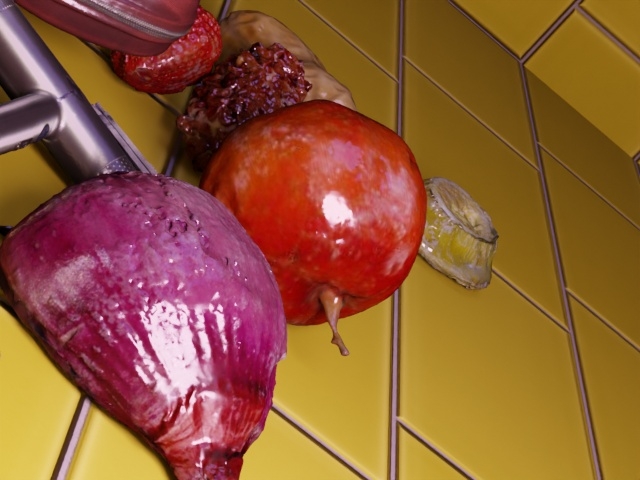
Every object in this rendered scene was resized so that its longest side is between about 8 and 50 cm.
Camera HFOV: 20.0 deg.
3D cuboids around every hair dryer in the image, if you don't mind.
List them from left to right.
[{"bbox_3d":[-0.313,-0.172,1.715,0.320,0.156,0.284,55,10,10],"label":"hair dryer"}]

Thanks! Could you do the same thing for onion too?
[{"bbox_3d":[-0.113,0.070,1.573,0.267,0.159,0.348,12,35,-52],"label":"onion"}]

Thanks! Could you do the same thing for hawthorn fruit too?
[{"bbox_3d":[0.000,0.000,1.873,0.242,0.242,0.271,18,47,-51],"label":"hawthorn fruit"}]

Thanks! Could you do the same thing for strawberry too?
[{"bbox_3d":[-0.180,-0.220,2.124,0.131,0.131,0.148,33,34,-28],"label":"strawberry"}]

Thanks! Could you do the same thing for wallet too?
[{"bbox_3d":[-0.171,-0.048,1.848,0.196,0.020,0.103,50,-18,26],"label":"wallet"}]

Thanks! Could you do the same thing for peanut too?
[{"bbox_3d":[-0.046,-0.188,2.298,0.147,0.147,0.305,29,20,-36],"label":"peanut"}]

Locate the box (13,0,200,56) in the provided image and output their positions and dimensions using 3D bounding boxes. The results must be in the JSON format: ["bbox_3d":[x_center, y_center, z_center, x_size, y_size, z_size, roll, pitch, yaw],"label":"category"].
[{"bbox_3d":[-0.269,-0.352,2.040,0.263,0.108,0.404,22,26,-29],"label":"box"}]

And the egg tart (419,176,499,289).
[{"bbox_3d":[0.172,-0.016,2.453,0.197,0.078,0.197,36,22,-17],"label":"egg tart"}]

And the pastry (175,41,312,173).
[{"bbox_3d":[-0.089,-0.152,2.115,0.115,0.097,0.208,56,36,-22],"label":"pastry"}]
